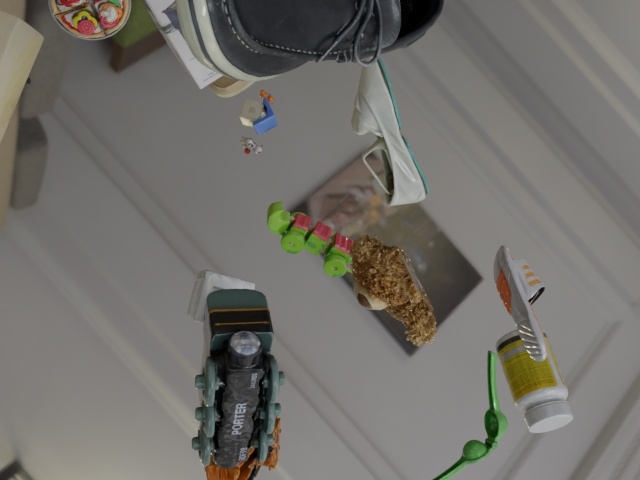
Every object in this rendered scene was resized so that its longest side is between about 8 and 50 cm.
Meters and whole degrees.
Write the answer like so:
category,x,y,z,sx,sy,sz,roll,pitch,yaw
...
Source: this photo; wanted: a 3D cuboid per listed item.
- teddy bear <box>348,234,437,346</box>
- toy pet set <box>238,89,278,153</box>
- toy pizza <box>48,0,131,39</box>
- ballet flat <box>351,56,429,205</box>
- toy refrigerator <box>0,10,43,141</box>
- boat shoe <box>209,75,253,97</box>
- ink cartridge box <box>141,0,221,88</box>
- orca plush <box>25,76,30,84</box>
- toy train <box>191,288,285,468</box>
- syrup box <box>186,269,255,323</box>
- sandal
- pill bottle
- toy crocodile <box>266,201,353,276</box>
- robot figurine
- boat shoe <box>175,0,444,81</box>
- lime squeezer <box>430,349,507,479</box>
category,x,y,z,sx,sy,sz,roll,pitch,yaw
teddy bear,0.134,0.090,1.500,0.113,0.245,0.338,-28,-176,8
toy pet set,-0.103,-0.227,1.467,0.114,0.065,0.122,65,43,-71
toy pizza,-0.577,-0.595,1.953,0.201,0.201,0.032,-42,-142,14
ballet flat,0.152,-0.258,1.941,0.139,0.400,0.139,-20,-158,9
toy refrigerator,-0.530,-0.216,1.185,0.094,0.102,0.270,44,67,-83
boat shoe,-0.135,-0.439,1.680,0.302,0.109,0.098,-45,176,1
ink cartridge box,-0.277,-0.444,1.548,0.100,0.237,0.172,-33,-146,-5
orca plush,-0.706,-0.374,1.746,0.287,0.102,0.151,-42,-176,36
toy train,-0.143,0.236,1.293,0.142,0.190,0.334,-1,135,-13
syrup box,-0.194,0.113,1.474,0.237,0.096,0.093,169,-63,-76
sandal,0.446,0.132,1.667,0.076,0.265,0.102,-11,153,-11
pill bottle,0.472,0.307,1.718,0.119,0.209,0.119,-9,147,-6
toy crocodile,0.000,0.000,2.144,0.105,0.340,0.115,-54,-167,37
robot figurine,-0.156,0.459,1.619,0.291,0.085,0.211,-40,136,-66
boat shoe,0.010,-0.297,0.933,0.156,0.187,0.500,-1,-167,31
lime squeezer,0.296,0.374,1.493,0.310,0.110,0.059,-60,-147,-4
